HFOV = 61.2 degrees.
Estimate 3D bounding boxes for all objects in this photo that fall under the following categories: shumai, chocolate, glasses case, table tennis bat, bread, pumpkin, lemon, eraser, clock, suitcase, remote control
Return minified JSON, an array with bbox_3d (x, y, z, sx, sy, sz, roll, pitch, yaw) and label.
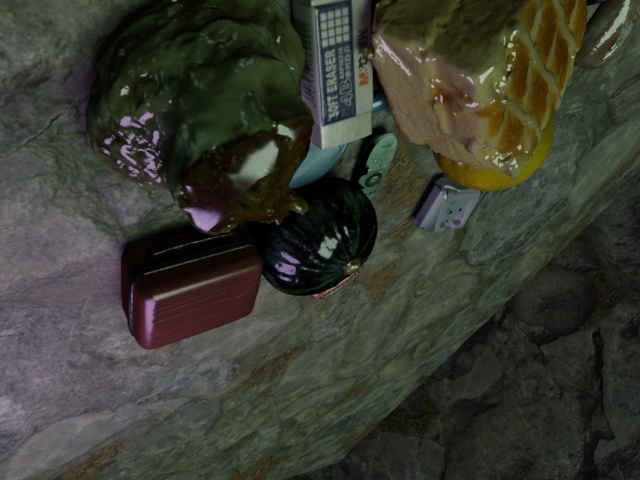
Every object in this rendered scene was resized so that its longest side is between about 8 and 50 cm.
[{"bbox_3d":[-0.142,-0.177,0.853,0.397,0.323,0.324,-36,147,-9],"label":"shumai"},{"bbox_3d":[0.826,-0.594,1.534,0.161,0.083,0.261,-10,140,-35],"label":"chocolate"},{"bbox_3d":[0.049,0.117,1.666,0.194,0.073,0.049,-33,143,-8],"label":"glasses case"},{"bbox_3d":[-0.008,-0.228,1.148,0.329,0.044,0.215,-29,134,-2],"label":"table tennis bat"},{"bbox_3d":[0.309,-0.372,1.031,0.371,0.279,0.390,-57,148,-10],"label":"bread"},{"bbox_3d":[0.000,0.000,1.300,0.315,0.238,0.315,-31,149,-21],"label":"pumpkin"},{"bbox_3d":[0.435,-0.264,1.377,0.297,0.297,0.297,-26,147,-19],"label":"lemon"},{"bbox_3d":[0.026,-0.320,1.008,0.124,0.081,0.278,-23,130,-23],"label":"eraser"},{"bbox_3d":[0.426,-0.124,1.733,0.253,0.083,0.186,-11,140,-38],"label":"clock"},{"bbox_3d":[-0.287,0.097,1.210,0.297,0.161,0.236,-15,143,-32],"label":"suitcase"},{"bbox_3d":[0.131,-0.181,1.394,0.097,0.045,0.256,-17,146,-29],"label":"remote control"}]

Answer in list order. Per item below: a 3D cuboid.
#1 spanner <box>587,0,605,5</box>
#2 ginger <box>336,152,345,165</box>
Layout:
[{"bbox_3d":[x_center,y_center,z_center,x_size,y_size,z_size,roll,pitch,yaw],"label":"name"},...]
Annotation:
[{"bbox_3d":[0.515,-0.498,1.165,0.087,0.316,0.024,-12,106,-8],"label":"spanner"},{"bbox_3d":[0.024,-0.230,1.224,0.058,0.044,0.137,-7,140,6],"label":"ginger"}]
